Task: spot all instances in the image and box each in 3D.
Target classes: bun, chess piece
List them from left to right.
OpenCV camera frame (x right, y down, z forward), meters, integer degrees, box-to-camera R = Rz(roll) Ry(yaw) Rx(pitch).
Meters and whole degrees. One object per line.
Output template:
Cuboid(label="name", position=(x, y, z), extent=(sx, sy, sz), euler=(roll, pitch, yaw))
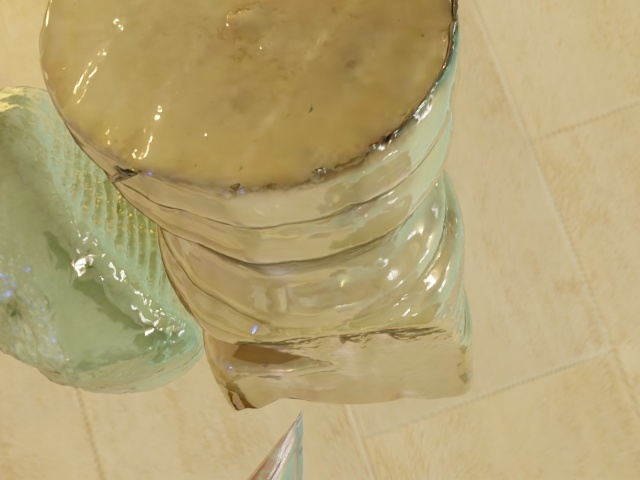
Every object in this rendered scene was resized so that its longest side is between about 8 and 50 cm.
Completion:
Cuboid(label="bun", position=(-0.164, 0.010, 0.828), extent=(0.126, 0.204, 0.212), euler=(-34, 100, 12))
Cuboid(label="chess piece", position=(0.000, 0.000, 0.530), extent=(0.137, 0.301, 0.137), euler=(-5, 61, 9))

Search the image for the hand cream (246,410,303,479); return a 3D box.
Cuboid(label="hand cream", position=(-0.058, 0.189, 0.773), extent=(0.043, 0.067, 0.209), euler=(15, 40, 21))
